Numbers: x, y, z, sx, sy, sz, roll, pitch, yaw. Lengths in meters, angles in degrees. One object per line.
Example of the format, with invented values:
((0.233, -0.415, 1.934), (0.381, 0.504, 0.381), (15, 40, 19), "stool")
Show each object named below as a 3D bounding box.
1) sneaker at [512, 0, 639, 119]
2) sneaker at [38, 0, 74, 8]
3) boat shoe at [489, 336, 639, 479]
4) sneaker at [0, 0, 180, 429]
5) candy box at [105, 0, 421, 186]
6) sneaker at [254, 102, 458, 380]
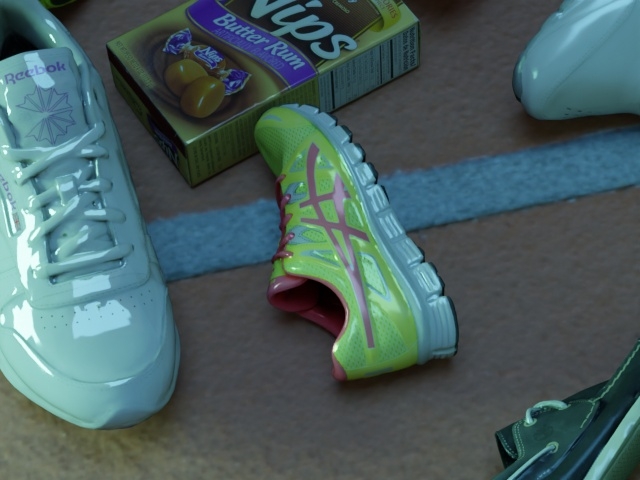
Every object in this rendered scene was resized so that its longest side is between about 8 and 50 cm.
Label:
((0.273, -0.124, 1.224), (0.297, 0.111, 0.129), (-14, 62, -5), "sneaker")
((-0.248, -0.190, 1.288), (0.123, 0.109, 0.295), (28, 57, 26), "sneaker")
((0.140, 0.120, 1.078), (0.079, 0.084, 0.233), (33, 67, 22), "boat shoe")
((-0.170, -0.024, 1.150), (0.114, 0.152, 0.305), (-17, 58, -11), "sneaker")
((-0.038, -0.128, 1.272), (0.187, 0.053, 0.109), (-29, 59, -17), "candy box")
((0.000, 0.000, 1.167), (0.094, 0.081, 0.208), (-26, 59, -11), "sneaker")
